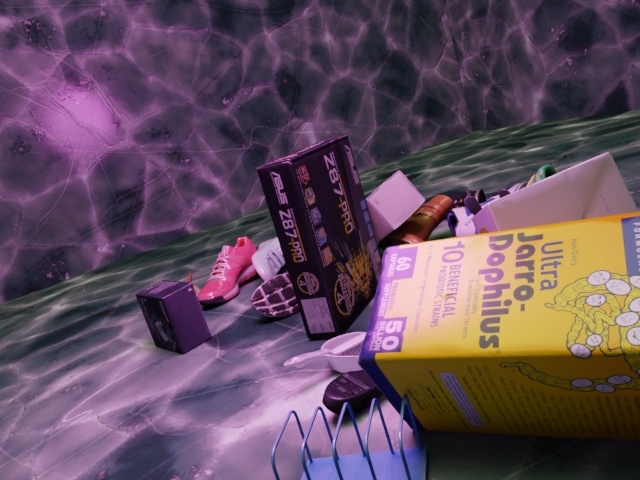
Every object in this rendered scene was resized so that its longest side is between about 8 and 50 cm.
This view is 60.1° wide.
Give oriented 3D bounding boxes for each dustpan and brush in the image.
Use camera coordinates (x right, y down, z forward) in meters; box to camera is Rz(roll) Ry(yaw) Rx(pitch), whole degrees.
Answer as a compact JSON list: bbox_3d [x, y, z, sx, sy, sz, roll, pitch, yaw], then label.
[{"bbox_3d":[0.034,0.211,1.033,0.211,0.060,0.147,-21,14,-20],"label":"dustpan and brush"}]

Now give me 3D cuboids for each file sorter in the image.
[{"bbox_3d":[0.038,0.270,0.693,0.170,0.105,0.118,-13,13,16],"label":"file sorter"}]

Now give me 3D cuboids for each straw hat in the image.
[{"bbox_3d":[-0.401,0.171,1.729,0.061,0.145,0.144,21,11,-7],"label":"straw hat"}]

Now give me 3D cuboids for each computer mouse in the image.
[{"bbox_3d":[0.106,0.233,0.928,0.242,0.041,0.071,-16,20,-30],"label":"computer mouse"}]

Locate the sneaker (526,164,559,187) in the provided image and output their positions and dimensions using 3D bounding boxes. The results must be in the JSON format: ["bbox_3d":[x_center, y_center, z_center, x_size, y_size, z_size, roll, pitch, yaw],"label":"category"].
[{"bbox_3d":[0.538,-0.059,1.082,0.295,0.124,0.109,30,50,32],"label":"sneaker"}]

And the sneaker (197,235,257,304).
[{"bbox_3d":[-0.301,0.091,1.751,0.115,0.136,0.314,-9,21,30],"label":"sneaker"}]

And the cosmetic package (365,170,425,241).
[{"bbox_3d":[0.135,-0.049,1.559,0.160,0.113,0.309,-41,0,-33],"label":"cosmetic package"}]

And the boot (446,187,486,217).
[{"bbox_3d":[0.446,-0.107,1.794,0.178,0.085,0.236,-14,7,19],"label":"boot"}]

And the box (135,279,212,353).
[{"bbox_3d":[-0.377,0.191,1.416,0.093,0.156,0.158,-29,18,-39],"label":"box"}]

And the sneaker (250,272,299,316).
[{"bbox_3d":[-0.068,0.133,1.472,0.278,0.107,0.118,-22,-5,-33],"label":"sneaker"}]

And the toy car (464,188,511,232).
[{"bbox_3d":[0.395,-0.018,1.246,0.154,0.189,0.149,-11,14,26],"label":"toy car"}]

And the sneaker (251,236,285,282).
[{"bbox_3d":[-0.130,0.039,1.770,0.151,0.094,0.256,-29,21,12],"label":"sneaker"}]

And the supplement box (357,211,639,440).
[{"bbox_3d":[0.260,0.117,0.707,0.356,0.195,0.194,-9,44,30],"label":"supplement box"}]

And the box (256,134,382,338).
[{"bbox_3d":[0.018,-0.021,1.278,0.097,0.395,0.318,-10,14,27],"label":"box"}]

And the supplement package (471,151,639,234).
[{"bbox_3d":[0.400,0.001,0.947,0.197,0.199,0.262,-24,-6,8],"label":"supplement package"}]

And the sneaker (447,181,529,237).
[{"bbox_3d":[0.456,-0.069,1.522,0.182,0.128,0.315,0,23,45],"label":"sneaker"}]

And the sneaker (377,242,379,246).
[{"bbox_3d":[0.145,-0.041,1.805,0.340,0.125,0.139,-11,19,33],"label":"sneaker"}]

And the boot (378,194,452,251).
[{"bbox_3d":[0.292,-0.035,1.538,0.220,0.109,0.283,-38,3,-6],"label":"boot"}]
